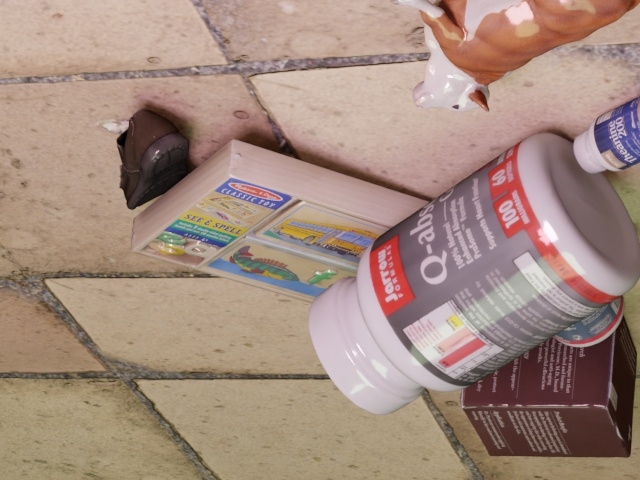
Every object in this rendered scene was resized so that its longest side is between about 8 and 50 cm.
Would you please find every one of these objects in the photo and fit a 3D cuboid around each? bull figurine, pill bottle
[{"bbox_3d":[0.173,-0.230,1.753,0.188,0.101,0.310,30,146,-28],"label":"bull figurine"},{"bbox_3d":[0.306,0.049,2.204,0.108,0.108,0.180,-6,147,27],"label":"pill bottle"},{"bbox_3d":[0.174,0.049,2.048,0.363,0.210,0.210,-35,131,28],"label":"pill bottle"},{"bbox_3d":[0.340,-0.116,1.940,0.067,0.067,0.120,28,146,-29],"label":"pill bottle"}]

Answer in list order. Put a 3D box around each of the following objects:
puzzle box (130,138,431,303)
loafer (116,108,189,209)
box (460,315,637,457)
[{"bbox_3d":[0.000,0.000,2.221,0.409,0.052,0.272,17,151,-26],"label":"puzzle box"},{"bbox_3d":[-0.208,-0.105,2.140,0.080,0.078,0.220,-28,170,-22],"label":"loafer"},{"bbox_3d":[0.314,0.189,2.391,0.203,0.167,0.168,-2,149,20],"label":"box"}]
